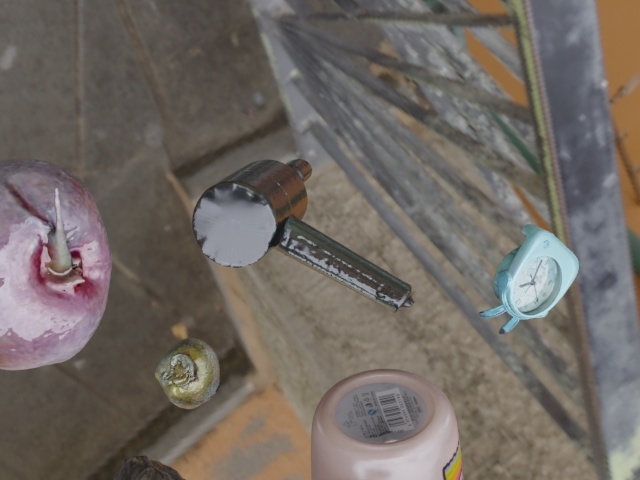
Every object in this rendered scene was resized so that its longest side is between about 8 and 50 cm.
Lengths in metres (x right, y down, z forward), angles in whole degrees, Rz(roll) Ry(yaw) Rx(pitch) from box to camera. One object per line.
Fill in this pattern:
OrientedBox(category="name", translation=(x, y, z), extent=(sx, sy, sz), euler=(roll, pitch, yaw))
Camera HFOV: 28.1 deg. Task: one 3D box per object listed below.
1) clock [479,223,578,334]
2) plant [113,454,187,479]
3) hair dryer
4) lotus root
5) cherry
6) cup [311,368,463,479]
OrientedBox(category="clock", translation=(0.277, 0.059, 1.723), extent=(0.108, 0.045, 0.147), euler=(38, 86, -37))
OrientedBox(category="plant", translation=(-0.236, 0.439, 1.720), extent=(0.189, 0.199, 0.276), euler=(19, 82, 3))
OrientedBox(category="hair dryer", translation=(0.000, 0.000, 1.712), extent=(0.302, 0.244, 0.116), euler=(31, 111, 6))
OrientedBox(category="lotus root", translation=(-0.168, 0.173, 1.639), extent=(0.088, 0.088, 0.165), euler=(-23, 171, -12))
OrientedBox(category="cherry", translation=(-0.310, 0.023, 1.290), extent=(0.184, 0.266, 0.213), euler=(2, 92, -39))
OrientedBox(category="cup", translation=(0.072, 0.298, 1.546), extent=(0.192, 0.253, 0.200), euler=(7, 126, 17))
